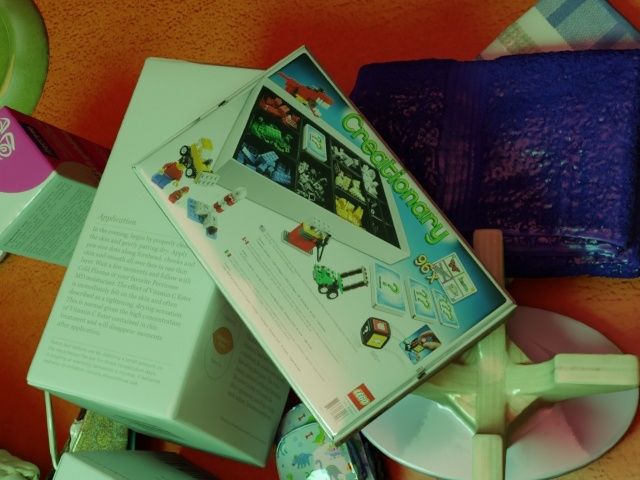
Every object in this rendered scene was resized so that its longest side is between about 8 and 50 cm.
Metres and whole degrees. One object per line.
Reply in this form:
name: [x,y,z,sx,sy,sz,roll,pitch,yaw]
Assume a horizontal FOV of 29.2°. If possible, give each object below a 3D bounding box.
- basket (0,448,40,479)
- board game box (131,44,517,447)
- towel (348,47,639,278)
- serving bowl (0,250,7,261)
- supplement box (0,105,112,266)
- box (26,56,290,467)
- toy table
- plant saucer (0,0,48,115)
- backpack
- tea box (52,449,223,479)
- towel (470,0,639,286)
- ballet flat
basket: [-0.526,0.308,1.311,0.328,0.331,0.266,12,81,44]
board game box: [0.000,0.000,1.068,0.193,0.053,0.305,-35,74,-6]
towel: [0.164,-0.075,1.195,0.308,0.076,0.227,0,81,24]
serving bowl: [-0.409,-0.003,1.504,0.083,0.027,0.083,-4,80,24]
supplement box: [-0.289,-0.048,1.351,0.114,0.220,0.111,-46,67,11]
box: [-0.114,0.023,1.229,0.168,0.215,0.345,10,73,26]
toy table: [0.153,0.132,1.127,0.274,0.161,0.252,-12,71,8]
plant saucer: [-0.454,-0.222,1.556,0.241,0.037,0.240,-4,79,23]
backpack: [0.006,0.218,1.251,0.105,0.084,0.114,-23,70,17]
tea box: [-0.125,0.417,1.201,0.329,0.220,0.323,22,90,26]
towel: [0.216,-0.109,1.239,0.285,0.034,0.209,-43,67,12]
ballet flat: [-0.239,0.126,1.349,0.123,0.123,0.348,8,88,25]
